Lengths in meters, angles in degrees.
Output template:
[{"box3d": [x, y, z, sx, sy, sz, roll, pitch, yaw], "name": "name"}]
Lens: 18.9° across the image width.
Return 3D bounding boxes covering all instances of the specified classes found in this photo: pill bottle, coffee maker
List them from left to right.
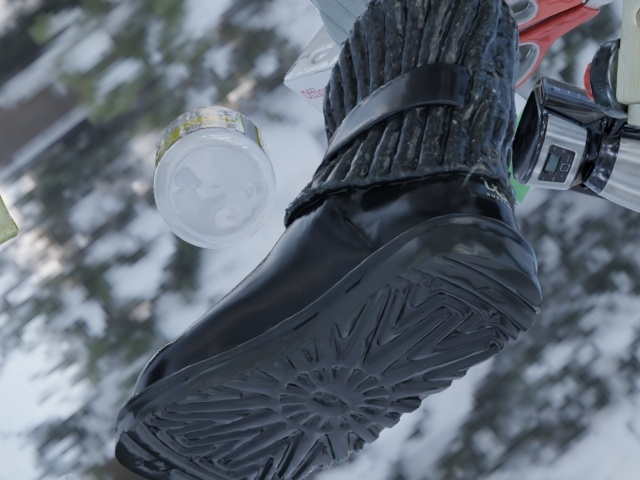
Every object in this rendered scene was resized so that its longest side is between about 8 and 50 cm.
[{"box3d": [-0.106, -0.068, 1.905, 0.117, 0.117, 0.215, 53, 4, -12], "name": "pill bottle"}, {"box3d": [0.294, -0.094, 2.013, 0.178, 0.120, 0.171, 16, 7, -4], "name": "coffee maker"}]

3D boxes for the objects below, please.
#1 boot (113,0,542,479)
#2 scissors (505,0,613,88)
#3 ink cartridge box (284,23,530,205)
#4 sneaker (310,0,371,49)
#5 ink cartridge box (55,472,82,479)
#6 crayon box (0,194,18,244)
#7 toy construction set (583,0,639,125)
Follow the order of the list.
[{"box3d": [0.004, 0.002, 1.294, 0.131, 0.348, 0.260, 37, 35, -37], "name": "boot"}, {"box3d": [0.249, -0.228, 1.737, 0.109, 0.297, 0.021, 53, 12, -40], "name": "scissors"}, {"box3d": [0.120, -0.160, 2.301, 0.278, 0.117, 0.201, 37, -13, -16], "name": "ink cartridge box"}, {"box3d": [0.036, -0.261, 1.979, 0.091, 0.094, 0.258, 15, 33, -56], "name": "sneaker"}, {"box3d": [-0.294, 0.417, 1.611, 0.160, 0.279, 0.384, 48, 27, -20], "name": "ink cartridge box"}, {"box3d": [-0.372, -0.066, 1.729, 0.318, 0.081, 0.202, -96, 161, -86], "name": "crayon box"}, {"box3d": [0.273, -0.148, 1.180, 0.215, 0.151, 0.327, 7, 71, -42], "name": "toy construction set"}]
